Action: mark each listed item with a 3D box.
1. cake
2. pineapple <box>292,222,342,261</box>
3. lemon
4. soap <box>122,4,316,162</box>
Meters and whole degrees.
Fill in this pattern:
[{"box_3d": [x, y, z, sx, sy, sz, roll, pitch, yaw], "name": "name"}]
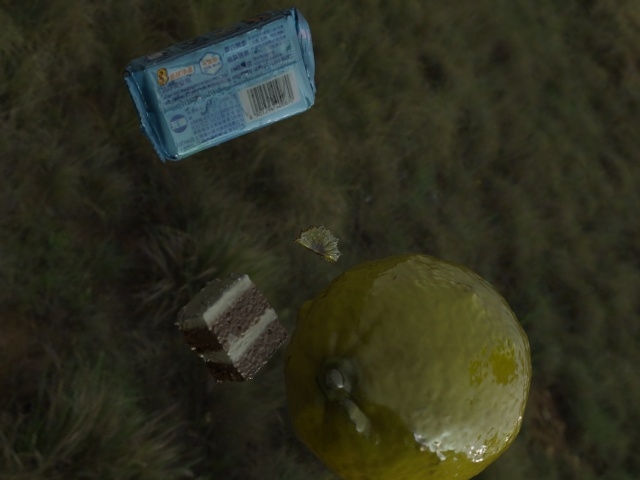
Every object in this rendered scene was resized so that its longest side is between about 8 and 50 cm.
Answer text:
[{"box_3d": [-0.156, 0.148, 1.628, 0.147, 0.135, 0.134, 51, 60, -18], "name": "cake"}, {"box_3d": [0.000, 0.000, 1.464, 0.083, 0.019, 0.045, 31, 76, -27], "name": "pineapple"}, {"box_3d": [0.071, 0.105, 0.768, 0.231, 0.192, 0.192, 3, 58, -61], "name": "lemon"}, {"box_3d": [-0.134, -0.222, 1.365, 0.077, 0.293, 0.156, 36, -36, 57], "name": "soap"}]
